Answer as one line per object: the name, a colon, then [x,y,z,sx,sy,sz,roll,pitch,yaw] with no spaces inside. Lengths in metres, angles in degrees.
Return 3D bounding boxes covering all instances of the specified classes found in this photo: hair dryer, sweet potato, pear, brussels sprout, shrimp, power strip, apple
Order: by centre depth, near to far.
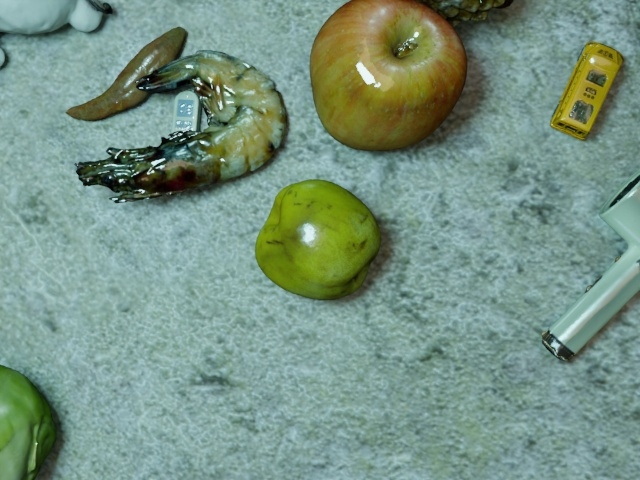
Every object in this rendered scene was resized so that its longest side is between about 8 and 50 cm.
brussels sprout: [-0.588,0.333,1.215,0.273,0.242,0.316,33,93,-19]
apple: [0.101,-0.260,1.219,0.242,0.241,0.242,2,77,-11]
pear: [0.000,0.000,1.227,0.200,0.200,0.200,0,86,3]
hair dryer: [0.482,0.067,1.236,0.203,0.128,0.362,44,97,5]
shrimp: [-0.235,-0.194,1.278,0.365,0.071,0.233,-16,82,-14]
power strip: [-0.236,-0.172,1.325,0.047,0.030,0.191,4,85,3]
sweet potato: [-0.327,-0.277,1.327,0.255,0.058,0.078,-39,69,2]

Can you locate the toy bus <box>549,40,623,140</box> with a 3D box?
toy bus: [0.447,-0.255,1.273,0.069,0.074,0.162,25,89,6]

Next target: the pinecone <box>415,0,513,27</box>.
pinecone: [0.223,-0.466,1.225,0.264,0.264,0.264,0,86,3]

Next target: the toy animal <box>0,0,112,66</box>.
toy animal: [-0.573,-0.397,1.301,0.357,0.194,0.258,-29,109,16]
